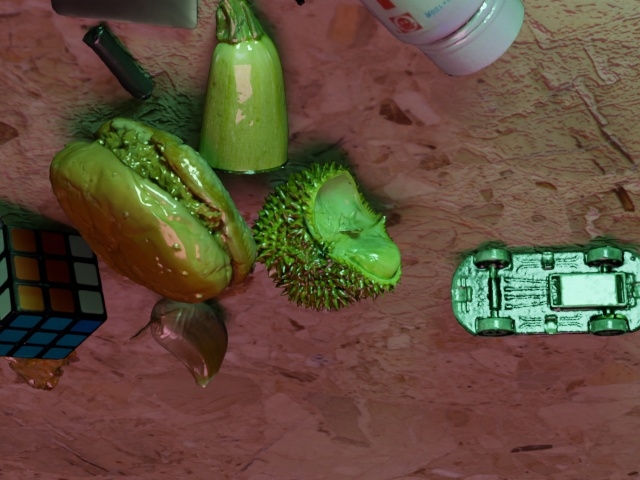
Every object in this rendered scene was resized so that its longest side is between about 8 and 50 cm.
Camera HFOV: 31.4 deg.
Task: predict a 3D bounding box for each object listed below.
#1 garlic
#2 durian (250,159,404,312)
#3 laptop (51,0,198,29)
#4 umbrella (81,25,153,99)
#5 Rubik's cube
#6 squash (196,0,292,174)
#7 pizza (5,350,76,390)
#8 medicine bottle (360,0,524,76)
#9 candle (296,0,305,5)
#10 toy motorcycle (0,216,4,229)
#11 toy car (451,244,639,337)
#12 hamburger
[{"bbox_3d":[-0.237,0.157,1.942,0.091,0.128,0.198,-3,148,34],"label":"garlic"},{"bbox_3d":[0.001,0.002,1.666,0.177,0.200,0.237,-27,138,22],"label":"durian"},{"bbox_3d":[-0.240,-0.364,1.362,0.188,0.015,0.269,5,142,-2],"label":"laptop"},{"bbox_3d":[-0.269,-0.235,1.521,0.036,0.031,0.133,10,152,37],"label":"umbrella"},{"bbox_3d":[-0.454,0.085,1.812,0.161,0.163,0.162,8,143,-39],"label":"Rubik's cube"},{"bbox_3d":[-0.093,-0.190,1.491,0.137,0.137,0.287,7,140,-4],"label":"squash"},{"bbox_3d":[-0.559,0.179,2.045,0.251,0.074,0.287,15,139,-11],"label":"pizza"},{"bbox_3d":[0.113,-0.311,1.296,0.152,0.152,0.254,-25,135,32],"label":"medicine bottle"},{"bbox_3d":[-0.034,-0.380,1.294,0.059,0.084,0.301,29,154,19],"label":"candle"},{"bbox_3d":[-0.571,-0.070,1.727,0.114,0.076,0.205,-6,141,23],"label":"toy motorcycle"},{"bbox_3d":[0.364,0.091,1.817,0.306,0.136,0.125,-3,163,10],"label":"toy car"},{"bbox_3d":[-0.228,-0.029,1.595,0.319,0.158,0.318,36,159,16],"label":"hamburger"}]
